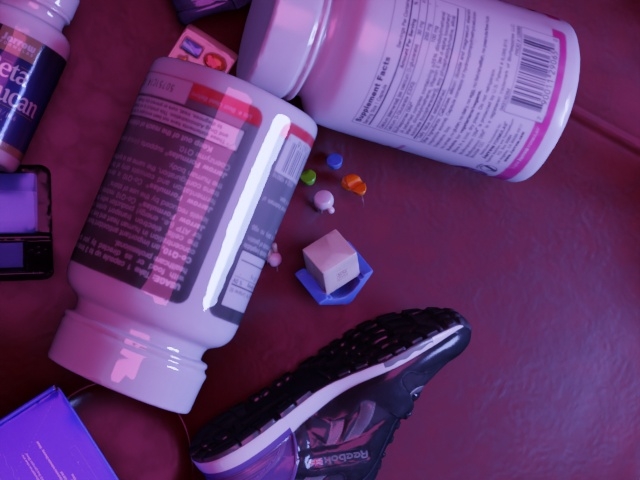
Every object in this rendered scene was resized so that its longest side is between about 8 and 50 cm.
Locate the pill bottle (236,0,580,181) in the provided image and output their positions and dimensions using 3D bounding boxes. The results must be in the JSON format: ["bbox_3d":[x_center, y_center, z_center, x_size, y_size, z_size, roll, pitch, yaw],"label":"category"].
[{"bbox_3d":[0.077,-0.165,1.348,0.283,0.160,0.160,16,84,-14],"label":"pill bottle"}]

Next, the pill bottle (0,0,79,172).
[{"bbox_3d":[-0.281,-0.154,1.319,0.094,0.094,0.169,24,82,-9],"label":"pill bottle"}]

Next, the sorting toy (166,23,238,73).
[{"bbox_3d":[-0.105,-0.159,1.396,0.083,0.012,0.062,33,81,-7],"label":"sorting toy"}]

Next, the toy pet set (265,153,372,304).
[{"bbox_3d":[0.000,0.000,1.395,0.122,0.065,0.114,-32,58,-14],"label":"toy pet set"}]

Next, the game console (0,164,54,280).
[{"bbox_3d":[-0.302,-0.016,1.321,0.122,0.107,0.071,-2,115,-11],"label":"game console"}]

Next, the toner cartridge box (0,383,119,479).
[{"bbox_3d":[-0.211,0.316,1.315,0.165,0.075,0.347,-32,93,-10],"label":"toner cartridge box"}]

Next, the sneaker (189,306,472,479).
[{"bbox_3d":[0.026,0.170,1.372,0.283,0.107,0.124,-30,107,-8],"label":"sneaker"}]

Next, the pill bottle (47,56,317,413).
[{"bbox_3d":[-0.126,-0.004,1.304,0.161,0.161,0.283,23,86,-9],"label":"pill bottle"}]

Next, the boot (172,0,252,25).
[{"bbox_3d":[-0.062,-0.272,1.392,0.190,0.069,0.086,-22,104,-8],"label":"boot"}]
